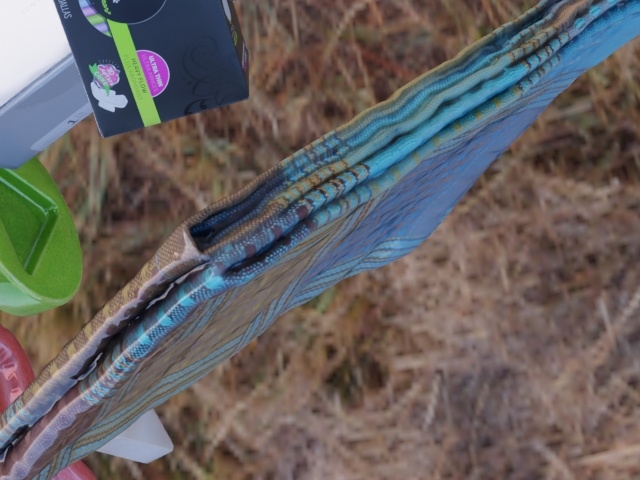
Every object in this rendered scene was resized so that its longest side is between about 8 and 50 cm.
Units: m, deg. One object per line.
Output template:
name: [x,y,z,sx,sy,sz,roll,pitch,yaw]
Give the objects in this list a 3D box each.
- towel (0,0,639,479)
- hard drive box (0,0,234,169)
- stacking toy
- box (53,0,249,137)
towel: [0.000,0.000,0.837,0.040,0.370,0.271,51,134,5]
hard drive box: [-0.193,-0.188,1.115,0.181,0.232,0.089,-34,166,16]
stacking toy: [-0.240,0.067,1.121,0.130,0.279,0.309,-27,85,18]
box: [-0.067,-0.092,0.720,0.062,0.052,0.083,-16,114,5]
